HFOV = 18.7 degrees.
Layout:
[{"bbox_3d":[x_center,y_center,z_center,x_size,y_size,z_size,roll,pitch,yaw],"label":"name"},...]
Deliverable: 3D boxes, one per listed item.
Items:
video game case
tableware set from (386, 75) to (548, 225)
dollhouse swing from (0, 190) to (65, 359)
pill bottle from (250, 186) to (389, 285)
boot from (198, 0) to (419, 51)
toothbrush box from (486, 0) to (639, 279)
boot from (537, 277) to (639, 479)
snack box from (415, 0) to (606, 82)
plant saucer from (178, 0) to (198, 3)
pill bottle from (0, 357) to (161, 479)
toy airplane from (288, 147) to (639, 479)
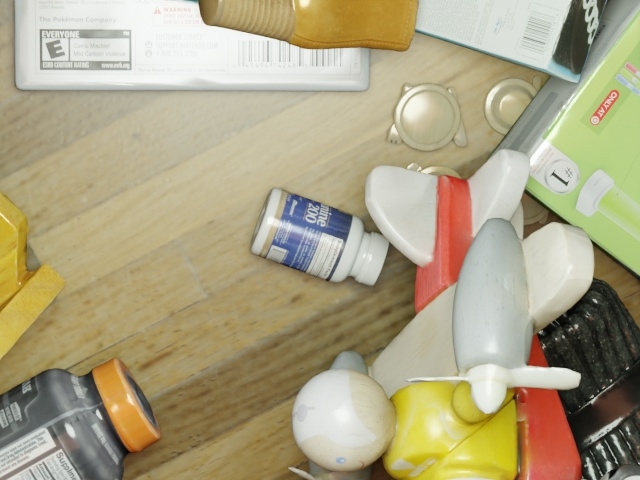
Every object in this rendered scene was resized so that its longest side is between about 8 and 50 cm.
[{"bbox_3d":[-0.117,-0.287,1.791,0.329,0.036,0.300,0,97,-3],"label":"video game case"},{"bbox_3d":[0.146,-0.082,1.842,0.168,0.020,0.141,-3,99,-5],"label":"tableware set"},{"bbox_3d":[-0.474,0.057,1.643,0.315,0.305,0.347,-36,103,30],"label":"dollhouse swing"},{"bbox_3d":[0.000,0.000,1.818,0.120,0.067,0.067,20,95,-6],"label":"pill bottle"},{"bbox_3d":[-0.006,-0.314,1.732,0.211,0.104,0.295,1,86,-27],"label":"boot"},{"bbox_3d":[0.331,-0.064,1.798,0.283,0.122,0.206,36,93,-11],"label":"toothbrush box"},{"bbox_3d":[0.218,0.233,1.827,0.260,0.131,0.348,44,82,-15],"label":"boot"},{"bbox_3d":[0.197,-0.320,1.741,0.060,0.187,0.322,12,99,-51],"label":"snack box"},{"bbox_3d":[-0.117,-0.311,1.760,0.067,0.018,0.192,7,95,-4],"label":"plant saucer"},{"bbox_3d":[-0.271,0.202,1.792,0.245,0.130,0.130,-29,98,-1],"label":"pill bottle"},{"bbox_3d":[0.097,0.110,1.649,0.272,0.384,0.386,-9,117,-25],"label":"toy airplane"}]
